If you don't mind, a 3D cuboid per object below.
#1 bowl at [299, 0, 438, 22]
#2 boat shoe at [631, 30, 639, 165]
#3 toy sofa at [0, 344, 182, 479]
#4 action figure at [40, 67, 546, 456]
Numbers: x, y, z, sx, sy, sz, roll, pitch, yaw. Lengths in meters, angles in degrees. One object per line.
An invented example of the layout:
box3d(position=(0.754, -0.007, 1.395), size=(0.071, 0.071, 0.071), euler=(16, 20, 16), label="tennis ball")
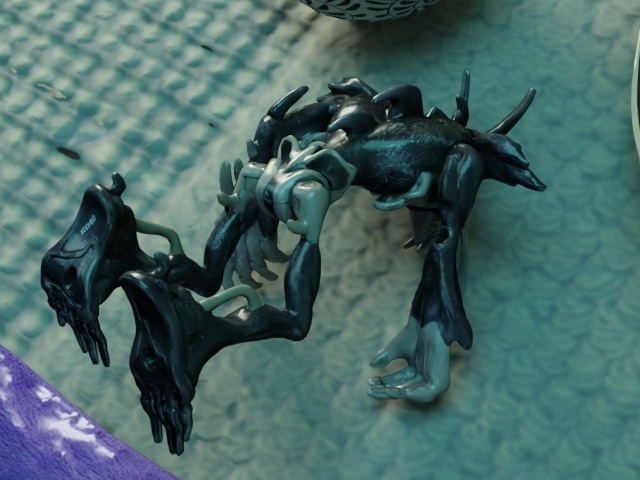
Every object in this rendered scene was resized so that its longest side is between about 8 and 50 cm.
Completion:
box3d(position=(0.035, -0.192, 0.800), size=(0.170, 0.080, 0.170), euler=(-6, 57, 9), label="bowl")
box3d(position=(0.248, -0.156, 0.659), size=(0.187, 0.156, 0.500), euler=(-5, 53, 17), label="boat shoe")
box3d(position=(-0.203, 0.109, 0.624), size=(0.362, 0.150, 0.177), euler=(32, 71, 28), label="toy sofa")
box3d(position=(0.000, 0.000, 0.659), size=(0.275, 0.141, 0.164), euler=(-26, 43, -36), label="action figure")
